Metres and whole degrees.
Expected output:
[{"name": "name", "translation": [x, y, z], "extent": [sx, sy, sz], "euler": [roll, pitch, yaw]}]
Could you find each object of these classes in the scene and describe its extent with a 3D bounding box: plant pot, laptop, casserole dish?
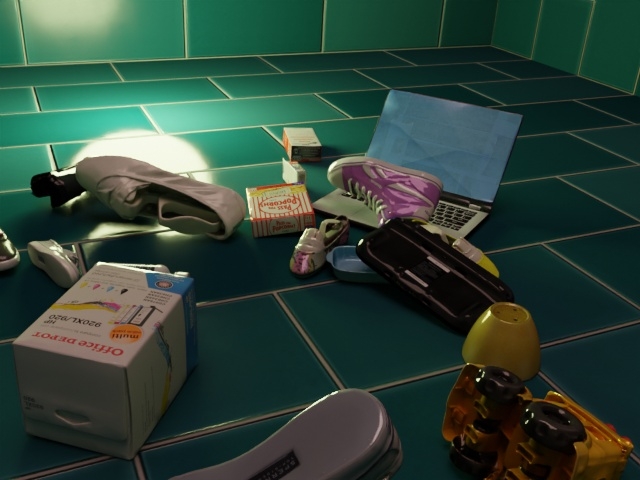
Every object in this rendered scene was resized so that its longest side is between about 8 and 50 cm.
[{"name": "plant pot", "translation": [0.316, 0.163, 1.186], "extent": [0.134, 0.095, 0.134], "euler": [2, 27, -1]}, {"name": "laptop", "translation": [0.238, -0.192, 1.722], "extent": [0.382, 0.236, 0.408], "euler": [18, 30, 28]}, {"name": "casserole dish", "translation": [0.105, 0.053, 1.444], "extent": [0.188, 0.037, 0.114], "euler": [3, 27, 0]}]

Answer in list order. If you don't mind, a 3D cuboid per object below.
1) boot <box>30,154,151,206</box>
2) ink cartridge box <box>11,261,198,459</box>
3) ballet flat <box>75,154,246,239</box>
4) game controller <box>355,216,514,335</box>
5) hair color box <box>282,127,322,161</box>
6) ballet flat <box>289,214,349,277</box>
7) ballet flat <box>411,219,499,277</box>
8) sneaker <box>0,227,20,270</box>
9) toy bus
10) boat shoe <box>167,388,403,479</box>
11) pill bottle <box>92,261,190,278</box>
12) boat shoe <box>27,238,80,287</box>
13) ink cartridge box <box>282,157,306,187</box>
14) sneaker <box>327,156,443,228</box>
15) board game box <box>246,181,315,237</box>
[{"name": "boot", "translation": [-0.545, -0.135, 1.675], "extent": [0.246, 0.094, 0.207], "euler": [13, 28, 22]}, {"name": "ink cartridge box", "translation": [-0.305, 0.168, 1.025], "extent": [0.171, 0.168, 0.233], "euler": [9, 28, 10]}, {"name": "ballet flat", "translation": [-0.366, -0.091, 1.546], "extent": [0.400, 0.139, 0.139], "euler": [14, 27, -3]}, {"name": "game controller", "translation": [0.221, 0.064, 1.368], "extent": [0.166, 0.067, 0.319], "euler": [-33, 54, -29]}, {"name": "hair color box", "translation": [-0.056, -0.288, 2.078], "extent": [0.093, 0.053, 0.167], "euler": [-1, 26, -10]}, {"name": "ballet flat", "translation": [0.000, 0.000, 1.489], "extent": [0.076, 0.079, 0.221], "euler": [17, 30, 23]}, {"name": "ballet flat", "translation": [0.274, 0.019, 1.470], "extent": [0.077, 0.077, 0.231], "euler": [-37, 48, -27]}, {"name": "sneaker", "translation": [-0.712, -0.045, 1.423], "extent": [0.104, 0.147, 0.295], "euler": [-19, 35, -40]}, {"name": "toy bus", "translation": [0.309, 0.268, 0.947], "extent": [0.211, 0.150, 0.220], "euler": [3, 21, -31]}, {"name": "boat shoe", "translation": [-0.064, 0.319, 0.807], "extent": [0.367, 0.156, 0.136], "euler": [-32, 39, -4]}, {"name": "pill bottle", "translation": [-0.325, 0.089, 1.260], "extent": [0.169, 0.094, 0.094], "euler": [2, 27, -2]}, {"name": "boat shoe", "translation": [-0.516, 0.041, 1.378], "extent": [0.063, 0.066, 0.184], "euler": [-22, 27, -39]}, {"name": "ink cartridge box", "translation": [-0.069, -0.174, 1.839], "extent": [0.029, 0.063, 0.115], "euler": [-8, 29, -20]}, {"name": "sneaker", "translation": [0.126, -0.099, 1.603], "extent": [0.282, 0.102, 0.161], "euler": [12, 59, 24]}, {"name": "board game box", "translation": [-0.097, -0.076, 1.650], "extent": [0.146, 0.045, 0.193], "euler": [-8, 28, -6]}]
